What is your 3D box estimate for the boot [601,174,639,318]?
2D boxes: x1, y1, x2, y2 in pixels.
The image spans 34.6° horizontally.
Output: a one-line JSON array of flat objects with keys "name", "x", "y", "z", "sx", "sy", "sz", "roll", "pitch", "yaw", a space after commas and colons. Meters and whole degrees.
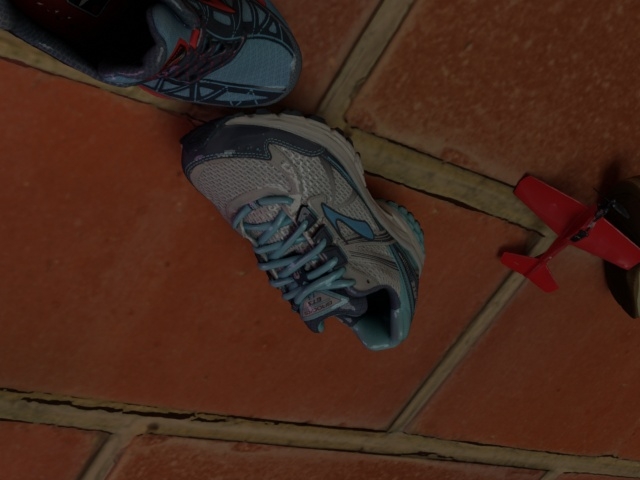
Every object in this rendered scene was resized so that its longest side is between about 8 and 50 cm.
[{"name": "boot", "x": 0.381, "y": -0.020, "z": 1.070, "sx": 0.165, "sy": 0.077, "sz": 0.213, "roll": -27, "pitch": 142, "yaw": -5}]

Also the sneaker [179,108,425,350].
[{"name": "sneaker", "x": 0.000, "y": 0.000, "z": 0.807, "sx": 0.110, "sy": 0.122, "sz": 0.283, "roll": -20, "pitch": 144, "yaw": 32}]

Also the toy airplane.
[{"name": "toy airplane", "x": 0.236, "y": 0.000, "z": 1.005, "sx": 0.151, "sy": 0.028, "sz": 0.151, "roll": 11, "pitch": 136, "yaw": 11}]

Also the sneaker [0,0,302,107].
[{"name": "sneaker", "x": -0.112, "y": -0.126, "z": 0.651, "sx": 0.262, "sy": 0.125, "sz": 0.104, "roll": 16, "pitch": 120, "yaw": -39}]
